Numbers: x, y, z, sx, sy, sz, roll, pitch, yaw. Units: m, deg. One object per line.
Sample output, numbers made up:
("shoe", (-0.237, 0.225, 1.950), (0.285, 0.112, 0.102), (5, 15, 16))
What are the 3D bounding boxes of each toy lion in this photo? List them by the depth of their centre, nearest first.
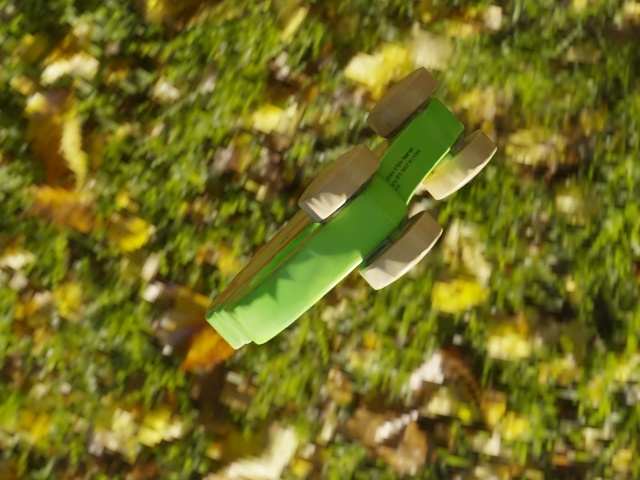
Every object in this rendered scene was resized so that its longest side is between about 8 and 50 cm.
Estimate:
("toy lion", (0.000, 0.000, 0.542), (0.034, 0.100, 0.096), (46, 119, -5))
